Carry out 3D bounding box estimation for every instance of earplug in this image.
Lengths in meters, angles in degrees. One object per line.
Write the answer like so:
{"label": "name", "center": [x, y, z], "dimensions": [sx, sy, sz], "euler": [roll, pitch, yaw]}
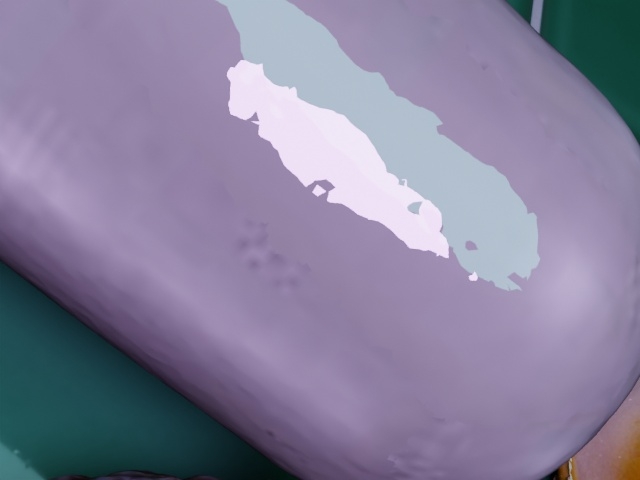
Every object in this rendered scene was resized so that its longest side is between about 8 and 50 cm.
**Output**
{"label": "earplug", "center": [0.008, -0.023, 0.528], "dimensions": [0.394, 0.312, 0.312], "euler": [41, 55, -6]}

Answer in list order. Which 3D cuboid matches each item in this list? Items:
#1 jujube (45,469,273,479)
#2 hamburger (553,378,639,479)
{"label": "jujube", "center": [-0.071, 0.241, 0.481], "dimensions": [0.317, 0.226, 0.226], "euler": [19, 64, -26]}
{"label": "hamburger", "center": [0.319, 0.216, 0.792], "dimensions": [0.237, 0.147, 0.237], "euler": [5, 78, -22]}
